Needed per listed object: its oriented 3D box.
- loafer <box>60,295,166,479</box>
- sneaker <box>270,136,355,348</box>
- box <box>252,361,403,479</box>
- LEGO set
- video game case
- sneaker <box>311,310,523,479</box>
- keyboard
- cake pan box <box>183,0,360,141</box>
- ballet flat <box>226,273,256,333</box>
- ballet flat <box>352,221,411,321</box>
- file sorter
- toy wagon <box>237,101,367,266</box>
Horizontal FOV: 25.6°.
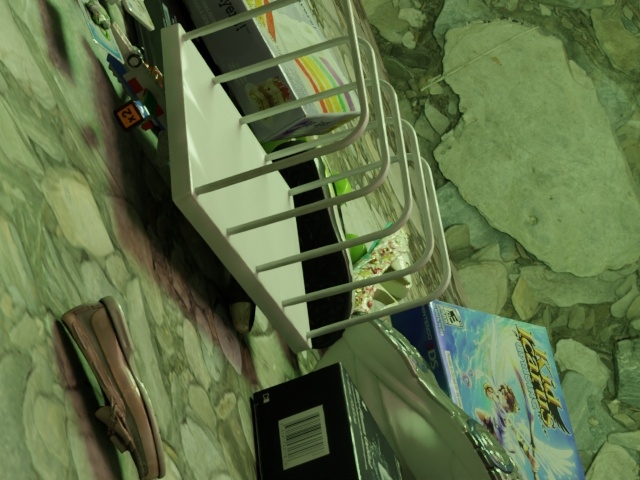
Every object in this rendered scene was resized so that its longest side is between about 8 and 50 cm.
[{"bbox_3d":[-0.136,0.100,0.922,0.045,0.039,0.125,-35,-109,67],"label":"loafer"},{"bbox_3d":[0.000,0.000,1.537,0.097,0.084,0.234,6,77,-74],"label":"sneaker"},{"bbox_3d":[0.015,0.224,1.266,0.156,0.093,0.158,-99,165,-51],"label":"box"},{"bbox_3d":[-0.188,-0.174,1.230,0.244,0.060,0.182,64,13,25],"label":"LEGO set"},{"bbox_3d":[0.197,0.211,1.559,0.244,0.061,0.269,16,55,-49],"label":"video game case"},{"bbox_3d":[0.097,0.208,1.410,0.297,0.129,0.111,48,7,32],"label":"sneaker"},{"bbox_3d":[-0.148,-0.198,1.467,0.201,0.033,0.317,43,27,-52],"label":"keyboard"},{"bbox_3d":[-0.067,-0.241,1.591,0.267,0.070,0.246,62,16,4],"label":"cake pan box"},{"bbox_3d":[-0.088,0.012,1.350,0.057,0.049,0.173,103,-20,-59],"label":"ballet flat"},{"bbox_3d":[0.066,0.058,1.725,0.077,0.091,0.241,31,37,10],"label":"ballet flat"},{"bbox_3d":[-0.005,-0.061,1.272,0.277,0.173,0.192,57,21,-52],"label":"file sorter"},{"bbox_3d":[-0.035,-0.122,1.790,0.267,0.068,0.344,58,14,-45],"label":"toy wagon"}]
